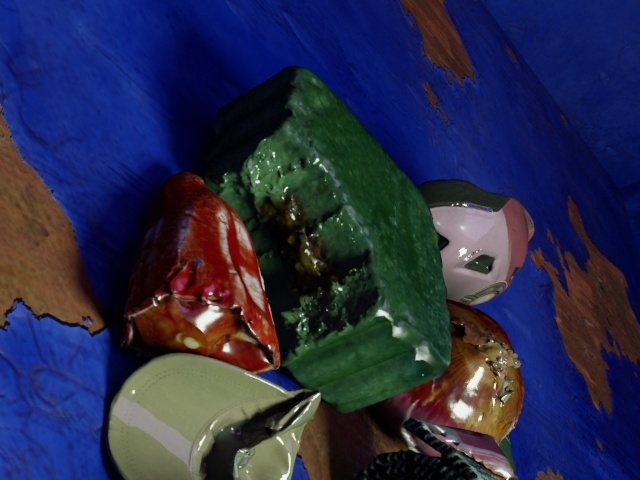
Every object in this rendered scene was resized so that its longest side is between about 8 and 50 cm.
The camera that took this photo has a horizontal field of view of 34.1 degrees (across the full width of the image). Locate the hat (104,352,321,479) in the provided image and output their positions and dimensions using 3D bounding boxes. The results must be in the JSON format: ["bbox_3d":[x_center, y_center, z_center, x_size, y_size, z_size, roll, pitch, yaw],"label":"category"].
[{"bbox_3d":[-0.102,0.186,0.927,0.173,0.144,0.166,24,64,1],"label":"hat"}]

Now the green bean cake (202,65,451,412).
[{"bbox_3d":[0.000,0.000,1.164,0.308,0.169,0.300,47,29,-32],"label":"green bean cake"}]

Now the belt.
[{"bbox_3d":[0.142,0.352,1.083,0.160,0.207,0.295,33,25,-43],"label":"belt"}]

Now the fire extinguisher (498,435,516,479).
[{"bbox_3d":[0.201,0.214,1.454,0.114,0.096,0.311,86,-2,-58],"label":"fire extinguisher"}]

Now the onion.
[{"bbox_3d":[0.169,0.161,1.307,0.230,0.163,0.229,12,60,-21],"label":"onion"}]

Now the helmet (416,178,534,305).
[{"bbox_3d":[0.196,0.021,1.480,0.253,0.198,0.154,31,39,-32],"label":"helmet"}]

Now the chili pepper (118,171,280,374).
[{"bbox_3d":[-0.108,0.024,1.000,0.252,0.144,0.136,-94,-167,-52],"label":"chili pepper"}]
